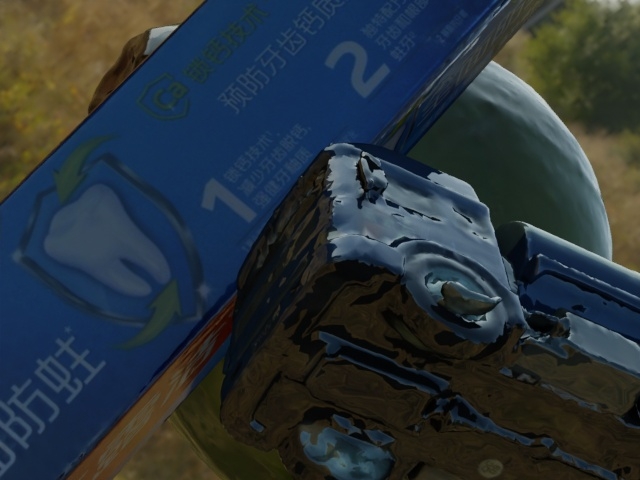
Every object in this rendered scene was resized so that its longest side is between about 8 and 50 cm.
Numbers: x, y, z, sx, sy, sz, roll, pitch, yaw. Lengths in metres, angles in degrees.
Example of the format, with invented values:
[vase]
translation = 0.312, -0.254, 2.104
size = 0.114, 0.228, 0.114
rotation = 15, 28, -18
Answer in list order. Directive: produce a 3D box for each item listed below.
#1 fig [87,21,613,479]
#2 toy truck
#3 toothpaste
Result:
[fig]
translation = 0.000, 0.000, 0.839
size = 0.316, 0.316, 0.316
rotation = 49, 13, -15
[toy truck]
translation = 0.075, 0.041, 0.393
size = 0.202, 0.074, 0.088
rotation = 23, 33, -18
[toothpaste]
translation = -0.032, -0.022, 0.476
size = 0.076, 0.320, 0.066
rotation = 39, -18, 10
